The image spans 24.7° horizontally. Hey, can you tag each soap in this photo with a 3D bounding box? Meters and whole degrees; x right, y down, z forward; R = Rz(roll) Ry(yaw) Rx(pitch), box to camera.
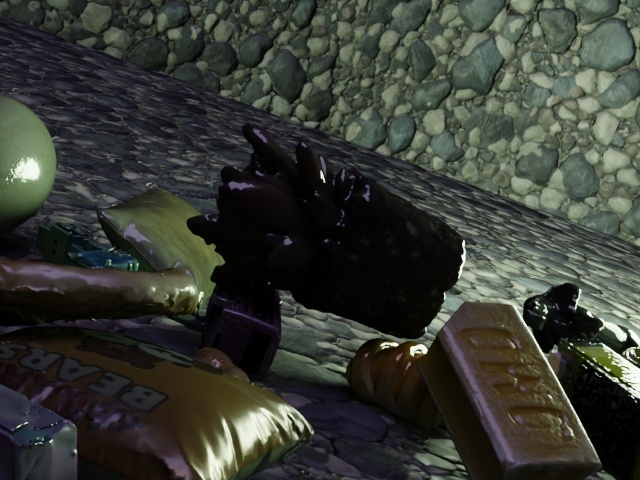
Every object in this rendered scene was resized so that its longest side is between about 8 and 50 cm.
[{"bbox_3d":[0.198,0.174,1.617,0.140,0.073,0.232,6,43,-34],"label":"soap"}]

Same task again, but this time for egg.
[{"bbox_3d":[-0.436,-0.098,1.870,0.186,0.186,0.253,21,12,15],"label":"egg"}]

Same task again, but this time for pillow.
[{"bbox_3d":[-0.195,0.008,1.944,0.185,0.075,0.302,44,11,0],"label":"pillow"},{"bbox_3d":[-0.184,0.151,1.277,0.310,0.119,0.312,19,9,16],"label":"pillow"}]

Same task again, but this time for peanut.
[{"bbox_3d":[-0.107,0.151,1.566,0.054,0.054,0.113,10,15,-34],"label":"peanut"}]

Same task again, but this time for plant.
[{"bbox_3d":[0.000,0.000,1.747,0.321,0.194,0.181,26,2,-13],"label":"plant"}]

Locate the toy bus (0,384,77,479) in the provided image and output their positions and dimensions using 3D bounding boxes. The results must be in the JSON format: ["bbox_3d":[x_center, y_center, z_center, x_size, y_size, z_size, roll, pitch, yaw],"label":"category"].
[{"bbox_3d":[-0.322,0.142,1.082,0.317,0.138,0.112,20,14,20],"label":"toy bus"}]

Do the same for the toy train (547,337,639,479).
[{"bbox_3d":[0.396,0.218,1.804,0.177,0.134,0.261,3,17,-25],"label":"toy train"}]

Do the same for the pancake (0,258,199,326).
[{"bbox_3d":[-0.288,0.051,1.385,0.356,0.065,0.356,1,-4,0],"label":"pancake"}]

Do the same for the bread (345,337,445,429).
[{"bbox_3d":[0.115,0.168,1.734,0.177,0.084,0.119,20,11,29],"label":"bread"}]

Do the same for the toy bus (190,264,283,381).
[{"bbox_3d":[-0.095,0.099,1.735,0.098,0.087,0.178,18,15,-8],"label":"toy bus"}]

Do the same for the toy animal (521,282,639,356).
[{"bbox_3d":[0.389,0.150,2.185,0.245,0.114,0.146,36,11,-23],"label":"toy animal"}]

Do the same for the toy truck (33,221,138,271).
[{"bbox_3d":[-0.306,0.025,1.801,0.081,0.067,0.175,-3,22,-46],"label":"toy truck"}]
